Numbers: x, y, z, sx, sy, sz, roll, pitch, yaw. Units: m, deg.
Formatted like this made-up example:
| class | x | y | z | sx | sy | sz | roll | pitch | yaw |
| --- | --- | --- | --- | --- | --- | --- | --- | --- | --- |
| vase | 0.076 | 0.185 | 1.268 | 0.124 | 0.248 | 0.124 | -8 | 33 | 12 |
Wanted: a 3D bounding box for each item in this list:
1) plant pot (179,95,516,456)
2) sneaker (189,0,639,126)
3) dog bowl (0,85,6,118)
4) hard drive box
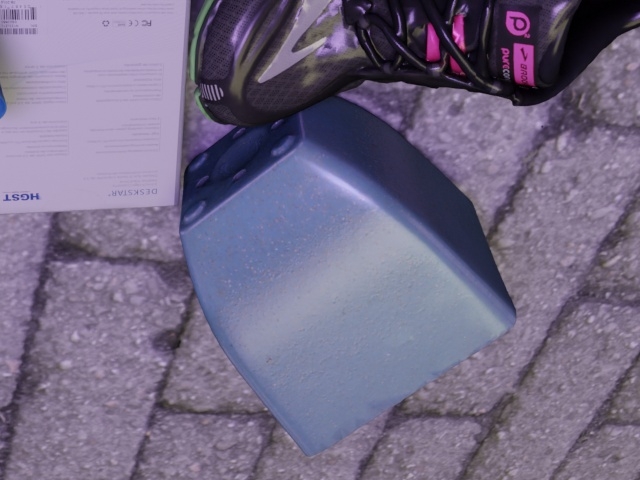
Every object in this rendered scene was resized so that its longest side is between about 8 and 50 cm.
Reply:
| class | x | y | z | sx | sy | sz | roll | pitch | yaw |
| --- | --- | --- | --- | --- | --- | --- | --- | --- | --- |
| plant pot | 0.000 | 0.000 | 1.046 | 0.247 | 0.248 | 0.252 | -35 | 117 | 15 |
| sneaker | 0.116 | -0.208 | 0.907 | 0.483 | 0.202 | 0.185 | -20 | 134 | 0 |
| dog bowl | -0.359 | -0.121 | 0.825 | 0.166 | 0.074 | 0.297 | 8 | 165 | -43 |
| hard drive box | -0.212 | -0.139 | 0.941 | 0.181 | 0.089 | 0.232 | -3 | 132 | -16 |
